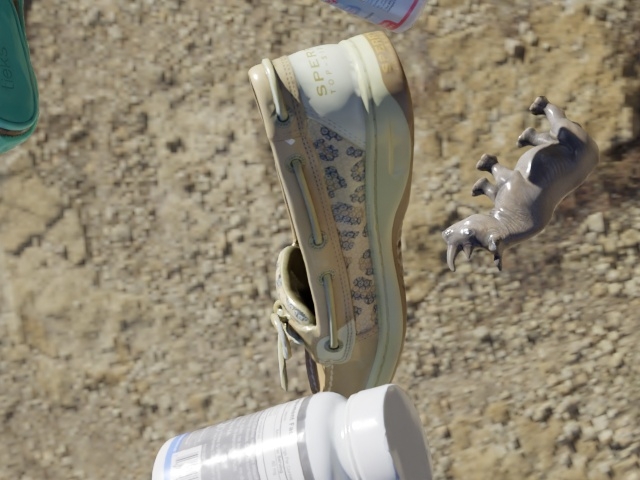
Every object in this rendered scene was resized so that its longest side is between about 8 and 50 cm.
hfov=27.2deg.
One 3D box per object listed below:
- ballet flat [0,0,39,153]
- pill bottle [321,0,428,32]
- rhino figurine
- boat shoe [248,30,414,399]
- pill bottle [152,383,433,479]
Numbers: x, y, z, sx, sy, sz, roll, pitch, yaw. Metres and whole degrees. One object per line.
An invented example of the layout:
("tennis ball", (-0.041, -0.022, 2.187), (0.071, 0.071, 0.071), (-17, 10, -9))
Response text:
("ballet flat", (-0.243, -0.169, 0.894), (0.087, 0.083, 0.247), (-21, 68, 38))
("pill bottle", (0.021, -0.256, 1.200), (0.087, 0.160, 0.087), (-52, 27, 41))
("rhino figurine", (0.227, -0.053, 1.526), (0.106, 0.073, 0.243), (34, 71, 25))
("boat shoe", (0.000, 0.000, 0.823), (0.104, 0.089, 0.285), (-115, 20, -50))
("pill bottle", (-0.014, 0.127, 0.712), (0.137, 0.078, 0.078), (-19, 82, 19))
